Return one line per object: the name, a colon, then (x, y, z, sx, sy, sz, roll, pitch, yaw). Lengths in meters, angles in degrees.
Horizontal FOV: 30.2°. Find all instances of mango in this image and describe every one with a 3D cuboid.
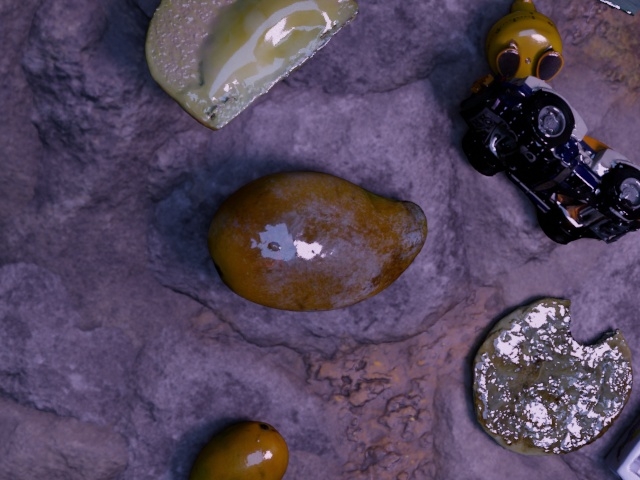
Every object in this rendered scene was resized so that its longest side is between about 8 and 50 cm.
mango: (0.000, 0.000, 1.626, 0.316, 0.146, 0.193, -2, 101, -23)
mango: (-0.121, 0.322, 1.681, 0.163, 0.089, 0.111, -26, 104, 4)

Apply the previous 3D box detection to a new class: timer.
timer: (0.283, -0.274, 1.659, 0.107, 0.109, 0.107, -1, 129, -2)

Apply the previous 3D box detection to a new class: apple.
apple: (-0.107, -0.281, 1.571, 0.265, 0.120, 0.193, -41, 90, -4)

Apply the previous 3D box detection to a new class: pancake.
pancake: (0.339, 0.208, 1.766, 0.253, 0.037, 0.254, -1, 99, -8)

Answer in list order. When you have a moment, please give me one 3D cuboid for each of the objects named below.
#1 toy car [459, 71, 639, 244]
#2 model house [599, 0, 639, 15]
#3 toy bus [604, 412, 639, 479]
toy car: (0.324, -0.116, 1.632, 0.301, 0.193, 0.118, 42, 70, -11)
model house: (0.442, -0.380, 1.627, 0.148, 0.148, 0.119, 21, 95, -14)
toy bus: (0.577, 0.256, 1.783, 0.136, 0.109, 0.330, 38, 91, -2)
